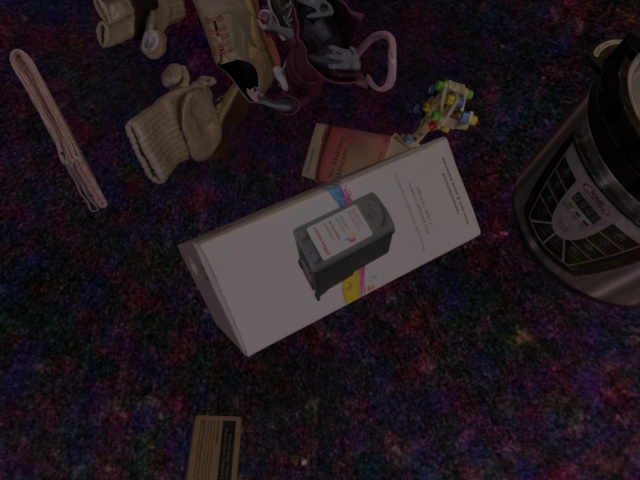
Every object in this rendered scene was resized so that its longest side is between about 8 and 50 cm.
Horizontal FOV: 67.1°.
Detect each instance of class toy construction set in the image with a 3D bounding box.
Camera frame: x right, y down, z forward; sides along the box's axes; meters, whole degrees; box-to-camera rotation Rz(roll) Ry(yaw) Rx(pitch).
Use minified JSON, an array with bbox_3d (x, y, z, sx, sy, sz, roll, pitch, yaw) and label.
[{"bbox_3d":[0.366,-0.387,1.554,0.151,0.215,0.327,17,153,-27],"label":"toy construction set"}]

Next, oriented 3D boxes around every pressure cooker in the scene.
[{"bbox_3d":[0.557,-0.122,0.775,0.369,0.376,0.420,16,153,0],"label":"pressure cooker"}]

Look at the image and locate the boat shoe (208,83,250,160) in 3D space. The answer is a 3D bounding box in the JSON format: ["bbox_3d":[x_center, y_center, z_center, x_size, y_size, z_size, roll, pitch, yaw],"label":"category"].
[{"bbox_3d":[-0.308,-0.379,1.496,0.089,0.104,0.285,45,120,13],"label":"boat shoe"}]

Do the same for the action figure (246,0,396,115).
[{"bbox_3d":[-0.015,-0.406,1.071,0.275,0.370,0.248,7,84,-12],"label":"action figure"}]

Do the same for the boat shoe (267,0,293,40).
[{"bbox_3d":[-0.103,-0.686,1.434,0.079,0.095,0.254,3,162,11],"label":"boat shoe"}]

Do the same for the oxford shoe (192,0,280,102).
[{"bbox_3d":[-0.219,-0.514,1.171,0.140,0.147,0.397,-2,147,29],"label":"oxford shoe"}]

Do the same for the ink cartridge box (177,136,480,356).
[{"bbox_3d":[0.000,0.000,0.600,0.306,0.226,0.131,-26,97,-19],"label":"ink cartridge box"}]

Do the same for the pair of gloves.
[{"bbox_3d":[-0.174,-0.203,0.552,0.042,0.204,0.240,-7,113,13],"label":"pair of gloves"}]

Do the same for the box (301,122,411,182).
[{"bbox_3d":[0.091,-0.200,1.236,0.126,0.232,0.149,9,98,-56],"label":"box"}]

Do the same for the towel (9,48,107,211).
[{"bbox_3d":[-0.662,-0.262,1.237,0.053,0.332,0.317,-27,80,-20],"label":"towel"}]

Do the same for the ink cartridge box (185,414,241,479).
[{"bbox_3d":[-0.198,0.456,0.873,0.088,0.193,0.235,5,137,-10],"label":"ink cartridge box"}]
